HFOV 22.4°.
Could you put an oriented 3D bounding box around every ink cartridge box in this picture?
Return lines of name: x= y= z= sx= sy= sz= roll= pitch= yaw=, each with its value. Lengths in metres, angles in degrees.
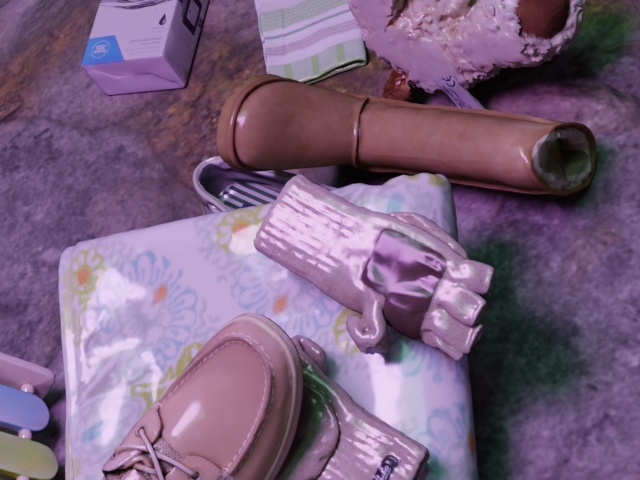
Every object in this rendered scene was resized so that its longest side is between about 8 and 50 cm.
ink cartridge box: x=-0.185 y=-0.252 z=1.770 sx=0.104 sy=0.060 sz=0.180 roll=-4 pitch=58 yaw=25

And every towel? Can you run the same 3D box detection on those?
towel: x=-0.012 y=-0.228 z=1.694 sx=0.113 sy=0.023 sz=0.152 roll=-20 pitch=53 yaw=15
towel: x=-0.053 y=0.126 z=1.384 sx=0.374 sy=0.090 sz=0.320 roll=-10 pitch=75 yaw=20

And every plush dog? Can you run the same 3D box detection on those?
plush dog: x=0.136 y=-0.256 z=1.567 sx=0.262 sy=0.210 sz=0.225 roll=27 pitch=56 yaw=8

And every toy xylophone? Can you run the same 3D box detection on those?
toy xylophone: x=-0.333 y=0.238 z=1.434 sx=0.081 sy=0.236 sz=0.323 roll=-42 pitch=47 yaw=37

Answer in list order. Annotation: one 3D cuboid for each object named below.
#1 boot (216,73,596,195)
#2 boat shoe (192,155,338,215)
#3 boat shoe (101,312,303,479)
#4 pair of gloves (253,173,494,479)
boot: x=0.077 y=-0.092 z=1.444 sx=0.269 sy=0.236 sz=0.089 roll=12 pitch=104 yaw=33
boat shoe: x=0.000 y=0.000 z=1.492 sx=0.302 sy=0.094 sz=0.109 roll=17 pitch=68 yaw=34
boat shoe: x=-0.118 y=0.189 z=1.268 sx=0.109 sy=0.098 sz=0.302 roll=42 pitch=113 yaw=20
pair of gloves: x=0.020 y=0.085 z=1.296 sx=0.204 sy=0.042 sz=0.240 roll=21 pitch=90 yaw=21
